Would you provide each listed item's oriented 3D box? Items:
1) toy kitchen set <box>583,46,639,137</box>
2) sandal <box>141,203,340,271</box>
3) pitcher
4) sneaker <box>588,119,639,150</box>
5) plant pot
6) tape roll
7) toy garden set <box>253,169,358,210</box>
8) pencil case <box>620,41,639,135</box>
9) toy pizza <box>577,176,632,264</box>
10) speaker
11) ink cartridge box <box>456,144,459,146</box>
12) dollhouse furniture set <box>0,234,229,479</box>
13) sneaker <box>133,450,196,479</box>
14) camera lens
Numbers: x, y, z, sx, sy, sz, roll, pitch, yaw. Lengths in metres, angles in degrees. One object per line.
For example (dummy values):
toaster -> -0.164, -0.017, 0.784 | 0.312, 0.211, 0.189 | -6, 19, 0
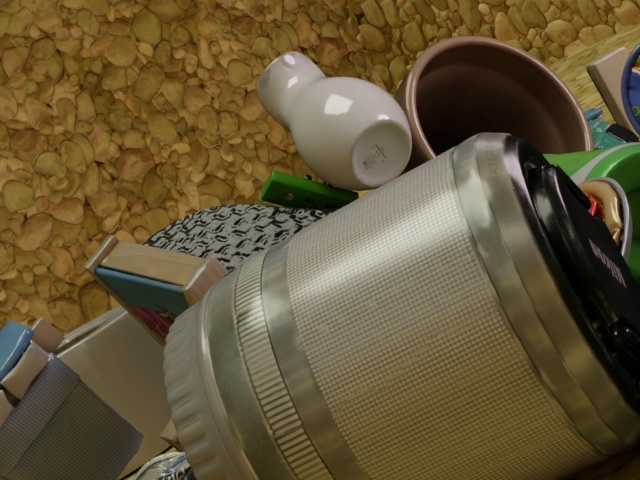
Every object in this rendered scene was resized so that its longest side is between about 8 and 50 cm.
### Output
toy kitchen set -> 0.350, -0.168, 2.010 | 0.207, 0.122, 0.166 | -31, 6, -6
sandal -> 0.003, 0.043, 1.620 | 0.445, 0.107, 0.168 | -4, 52, 11
pitcher -> 0.032, -0.123, 1.676 | 0.125, 0.178, 0.207 | -46, 38, -4
sneaker -> 0.328, -0.103, 1.867 | 0.223, 0.098, 0.083 | 10, 38, 41
plant pot -> 0.178, -0.092, 1.788 | 0.263, 0.263, 0.229 | -34, -9, -35
tape roll -> -0.289, 0.205, 1.781 | 0.246, 0.169, 0.246 | -30, 7, 4
toy garden set -> 0.000, 0.000, 1.751 | 0.244, 0.203, 0.049 | 123, 157, -52
pencil case -> 0.364, -0.138, 1.340 | 0.119, 0.133, 0.306 | -9, -2, 20
toy pizza -> 0.175, 0.037, 1.112 | 0.201, 0.032, 0.201 | -57, 15, 25
speaker -> 0.249, -0.024, 1.303 | 0.131, 0.131, 0.296 | -31, 6, -8
ink cartridge box -> 0.164, -0.039, 1.534 | 0.109, 0.209, 0.062 | -31, -39, -8
dollhouse furniture set -> -0.183, 0.191, 1.421 | 0.198, 0.286, 0.303 | 11, 58, 52
sneaker -> -0.133, 0.233, 1.386 | 0.135, 0.052, 0.058 | -32, 13, 4
camera lens -> 0.065, 0.075, 0.917 | 0.274, 0.219, 0.219 | -28, 6, 18
